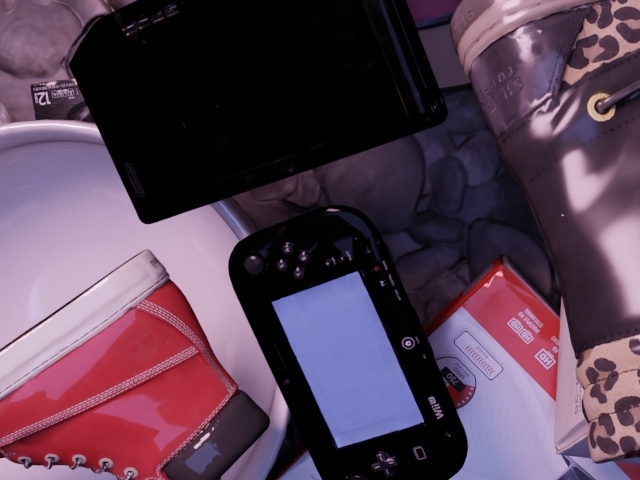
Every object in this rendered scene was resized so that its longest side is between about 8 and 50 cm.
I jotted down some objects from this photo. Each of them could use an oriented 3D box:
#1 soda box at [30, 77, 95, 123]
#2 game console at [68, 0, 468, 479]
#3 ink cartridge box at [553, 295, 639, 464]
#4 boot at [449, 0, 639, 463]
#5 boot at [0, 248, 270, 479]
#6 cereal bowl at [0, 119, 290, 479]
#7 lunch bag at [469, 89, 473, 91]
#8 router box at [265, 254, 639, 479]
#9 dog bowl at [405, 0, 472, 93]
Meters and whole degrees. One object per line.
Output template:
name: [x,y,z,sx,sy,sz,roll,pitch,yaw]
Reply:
soda box: [-0.133,-0.107,0.856,0.169,0.060,0.053,-7,99,10]
game console: [0.000,0.000,0.693,0.213,0.044,0.361,-18,104,27]
ink cartridge box: [0.305,0.049,0.725,0.283,0.117,0.207,7,70,1]
boot: [0.282,-0.039,0.621,0.377,0.138,0.284,-8,71,-6]
boot: [-0.164,0.144,0.733,0.244,0.088,0.176,-33,96,4]
cereal bowl: [-0.179,0.076,0.835,0.339,0.141,0.339,1,98,4]
lunch bag: [0.116,-0.160,0.811,0.067,0.065,0.098,21,99,18]
router box: [0.147,0.234,0.838,0.335,0.082,0.301,45,100,2]
dog bowl: [0.051,-0.307,0.722,0.408,0.150,0.408,-1,88,19]
